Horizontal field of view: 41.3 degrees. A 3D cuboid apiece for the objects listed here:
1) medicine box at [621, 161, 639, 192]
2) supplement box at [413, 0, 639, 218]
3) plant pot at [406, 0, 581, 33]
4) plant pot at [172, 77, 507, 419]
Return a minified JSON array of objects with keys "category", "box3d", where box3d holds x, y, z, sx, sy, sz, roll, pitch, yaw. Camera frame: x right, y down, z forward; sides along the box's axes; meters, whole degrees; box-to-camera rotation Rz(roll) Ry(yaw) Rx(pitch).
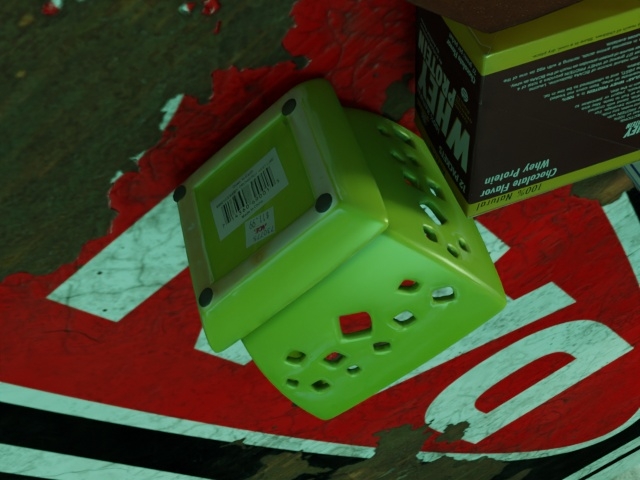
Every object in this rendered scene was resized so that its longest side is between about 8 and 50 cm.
[{"category":"medicine box","box3d":[0.498,-0.094,0.908,0.289,0.263,0.149,-38,142,20]},{"category":"supplement box","box3d":[0.188,-0.149,0.707,0.191,0.129,0.194,-18,146,-6]},{"category":"plant pot","box3d":[0.097,-0.274,0.468,0.267,0.267,0.235,8,147,-37]},{"category":"plant pot","box3d":[0.000,0.000,0.796,0.228,0.227,0.207,-37,136,21]}]
